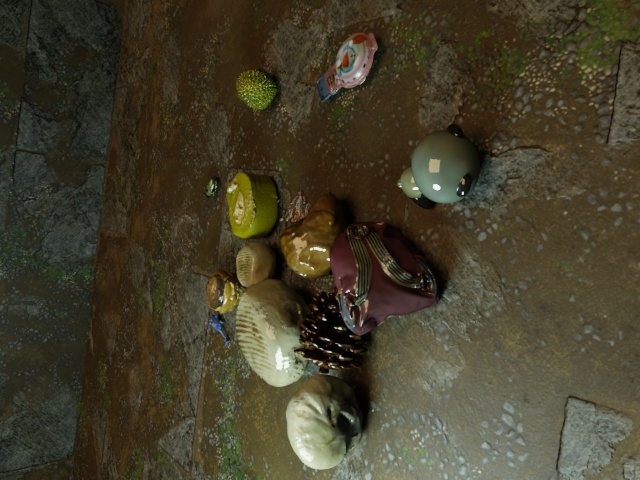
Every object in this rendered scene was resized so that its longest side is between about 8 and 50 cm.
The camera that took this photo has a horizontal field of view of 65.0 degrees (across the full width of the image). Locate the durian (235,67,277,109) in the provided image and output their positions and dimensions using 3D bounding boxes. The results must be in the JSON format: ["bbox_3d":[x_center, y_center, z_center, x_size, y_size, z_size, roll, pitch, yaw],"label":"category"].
[{"bbox_3d":[-0.265,-0.615,2.015,0.198,0.146,0.159,44,115,37],"label":"durian"}]

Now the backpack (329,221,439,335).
[{"bbox_3d":[0.161,0.081,1.445,0.284,0.197,0.317,-21,62,3],"label":"backpack"}]

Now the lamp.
[{"bbox_3d":[0.316,-0.186,1.351,0.244,0.198,0.197,146,120,-66],"label":"lamp"}]

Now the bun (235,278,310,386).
[{"bbox_3d":[-0.153,0.321,1.750,0.326,0.235,0.361,-46,61,46],"label":"bun"}]

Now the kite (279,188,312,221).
[{"bbox_3d":[-0.075,-0.099,1.864,0.232,0.009,0.188,0,86,47],"label":"kite"}]

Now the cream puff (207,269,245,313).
[{"bbox_3d":[-0.386,0.211,2.077,0.189,0.130,0.188,-14,73,54],"label":"cream puff"}]

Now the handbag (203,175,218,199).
[{"bbox_3d":[-0.495,-0.246,2.294,0.072,0.047,0.111,39,116,40],"label":"handbag"}]

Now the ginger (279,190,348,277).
[{"bbox_3d":[0.001,-0.001,1.643,0.269,0.200,0.223,-40,88,-7],"label":"ginger"}]

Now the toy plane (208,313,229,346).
[{"bbox_3d":[-0.438,0.381,2.167,0.167,0.062,0.054,49,121,26],"label":"toy plane"}]

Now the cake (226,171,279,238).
[{"bbox_3d":[-0.268,-0.139,1.976,0.179,0.156,0.260,-33,65,47],"label":"cake"}]

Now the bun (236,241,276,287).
[{"bbox_3d":[-0.245,0.097,1.945,0.193,0.128,0.178,-9,79,57],"label":"bun"}]

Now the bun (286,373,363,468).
[{"bbox_3d":[0.020,0.538,1.512,0.168,0.273,0.272,-24,69,46],"label":"bun"}]

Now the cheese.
[{"bbox_3d":[0.087,-0.583,1.695,0.286,0.074,0.188,-31,63,42],"label":"cheese"}]

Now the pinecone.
[{"bbox_3d":[0.044,0.284,1.552,0.224,0.224,0.272,20,94,46],"label":"pinecone"}]
